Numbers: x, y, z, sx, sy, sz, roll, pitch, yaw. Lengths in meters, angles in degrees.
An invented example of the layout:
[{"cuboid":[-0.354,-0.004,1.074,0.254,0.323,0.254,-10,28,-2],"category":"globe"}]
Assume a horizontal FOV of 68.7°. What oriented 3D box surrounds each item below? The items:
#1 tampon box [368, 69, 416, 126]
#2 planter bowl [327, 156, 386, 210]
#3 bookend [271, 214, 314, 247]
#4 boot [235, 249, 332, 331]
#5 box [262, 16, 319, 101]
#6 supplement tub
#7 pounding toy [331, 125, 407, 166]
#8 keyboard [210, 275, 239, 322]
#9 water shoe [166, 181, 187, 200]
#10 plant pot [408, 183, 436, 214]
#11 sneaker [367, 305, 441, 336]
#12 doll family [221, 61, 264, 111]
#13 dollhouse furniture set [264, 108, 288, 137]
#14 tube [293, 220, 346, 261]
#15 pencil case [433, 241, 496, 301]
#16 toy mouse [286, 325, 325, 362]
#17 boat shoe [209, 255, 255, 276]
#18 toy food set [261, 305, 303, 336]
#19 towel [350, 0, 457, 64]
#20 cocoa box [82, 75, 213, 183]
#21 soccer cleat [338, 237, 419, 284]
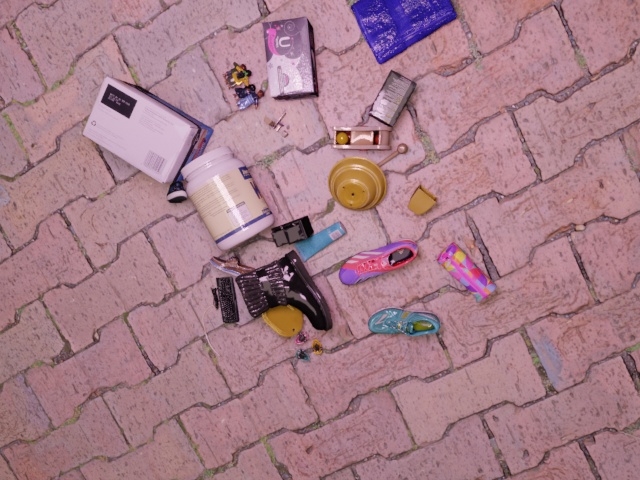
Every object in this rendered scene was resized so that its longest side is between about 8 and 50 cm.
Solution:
[{"cuboid":[0.246,-0.486,1.624,0.101,0.120,0.161,30,102,1],"category":"tampon box"},{"cuboid":[0.122,-0.181,1.669,0.217,0.090,0.217,8,124,12],"category":"planter bowl"},{"cuboid":[-0.117,-0.026,1.732,0.157,0.156,0.073,-20,97,11],"category":"bookend"},{"cuboid":[-0.136,0.234,1.749,0.260,0.131,0.348,-30,85,-16],"category":"boot"},{"cuboid":[-0.102,-0.626,1.637,0.163,0.142,0.248,-4,98,8],"category":"box"},{"cuboid":[-0.337,-0.151,1.701,0.235,0.235,0.325,-28,95,11],"category":"supplement tub"},{"cuboid":[0.172,-0.322,1.645,0.269,0.154,0.155,3,100,8],"category":"pounding toy"},{"cuboid":[-0.387,0.243,1.874,0.100,0.038,0.192,-7,98,9],"category":"keyboard"},{"cuboid":[-0.541,-0.185,1.746,0.072,0.203,0.080,-4,91,-24],"category":"water shoe"},{"cuboid":[0.361,-0.140,1.690,0.081,0.081,0.083,39,113,0],"category":"plant pot"},{"cuboid":[0.312,0.308,1.753,0.275,0.110,0.107,-4,99,9],"category":"sneaker"},{"cuboid":[-0.278,-0.563,1.711,0.111,0.076,0.193,-26,100,7],"category":"doll family"},{"cuboid":[-0.145,-0.436,1.691,0.091,0.114,0.081,40,98,2],"category":"dollhouse furniture set"},{"cuboid":[0.000,0.000,1.778,0.207,0.052,0.080,-30,89,17],"category":"tube"},{"cuboid":[0.525,0.115,1.699,0.236,0.104,0.104,43,102,-2],"category":"pencil case"},{"cuboid":[-0.066,0.420,1.862,0.142,0.031,0.161,-14,97,9],"category":"toy mouse"},{"cuboid":[-0.341,0.096,1.834,0.183,0.066,0.066,25,97,-7],"category":"boat shoe"},{"cuboid":[-0.166,0.281,1.841,0.218,0.071,0.128,44,77,-4],"category":"toy food set"},{"cuboid":[0.282,-0.780,1.594,0.308,0.076,0.228,-28,95,11],"category":"towel"},{"cuboid":[-0.614,-0.394,1.700,0.347,0.228,0.232,31,102,2],"category":"cocoa box"},{"cuboid":[0.209,0.083,1.725,0.318,0.116,0.109,-23,96,10],"category":"soccer cleat"}]
